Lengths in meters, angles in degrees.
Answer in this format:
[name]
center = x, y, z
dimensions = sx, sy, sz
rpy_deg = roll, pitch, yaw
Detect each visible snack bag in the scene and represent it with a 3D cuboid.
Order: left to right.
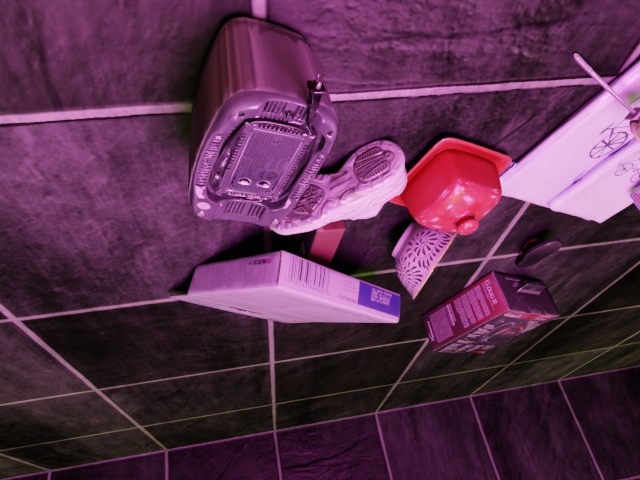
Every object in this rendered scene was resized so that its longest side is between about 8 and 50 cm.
[snack bag]
center = 0.504, -0.147, 0.795
dimensions = 0.343, 0.037, 0.323
rpy_deg = 10, 143, -31

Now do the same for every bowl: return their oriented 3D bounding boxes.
[bowl]
center = 0.184, 0.017, 0.876
dimensions = 0.080, 0.170, 0.170
rpy_deg = 32, 148, 12

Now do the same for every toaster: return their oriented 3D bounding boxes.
[toaster]
center = -0.070, -0.130, 0.515
dimensions = 0.129, 0.146, 0.227
rpy_deg = 4, 146, -26

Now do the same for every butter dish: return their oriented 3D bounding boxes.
[butter dish]
center = 0.214, -0.063, 0.749
dimensions = 0.160, 0.118, 0.160
rpy_deg = 9, 144, -31

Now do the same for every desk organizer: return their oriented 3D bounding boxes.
[desk organizer]
center = 0.000, 0.000, 0.845
dimensions = 0.050, 0.047, 0.130
rpy_deg = -4, 148, -17

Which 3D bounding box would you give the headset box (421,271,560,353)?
[headset box]
center = 0.453, 0.193, 1.249
dimensions = 0.218, 0.110, 0.293
rpy_deg = 10, 142, -32

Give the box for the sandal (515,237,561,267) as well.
[sandal]
center = 0.477, 0.022, 1.061
dimensions = 0.067, 0.040, 0.179
rpy_deg = -7, 163, 2

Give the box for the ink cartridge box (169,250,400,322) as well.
[ink cartridge box]
center = -0.069, 0.106, 0.932
dimensions = 0.330, 0.071, 0.324
rpy_deg = -8, 158, 43

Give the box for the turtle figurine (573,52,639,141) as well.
[turtle figurine]
center = 0.522, -0.178, 0.607
dimensions = 0.198, 0.274, 0.266
rpy_deg = -46, 140, 8

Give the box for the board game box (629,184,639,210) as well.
[board game box]
center = 0.658, -0.114, 0.815
dimensions = 0.194, 0.060, 0.194
rpy_deg = 1, 146, -26

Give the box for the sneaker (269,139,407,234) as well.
[sneaker]
center = 0.032, -0.057, 0.729
dimensions = 0.232, 0.090, 0.115
rpy_deg = -21, 151, 16
